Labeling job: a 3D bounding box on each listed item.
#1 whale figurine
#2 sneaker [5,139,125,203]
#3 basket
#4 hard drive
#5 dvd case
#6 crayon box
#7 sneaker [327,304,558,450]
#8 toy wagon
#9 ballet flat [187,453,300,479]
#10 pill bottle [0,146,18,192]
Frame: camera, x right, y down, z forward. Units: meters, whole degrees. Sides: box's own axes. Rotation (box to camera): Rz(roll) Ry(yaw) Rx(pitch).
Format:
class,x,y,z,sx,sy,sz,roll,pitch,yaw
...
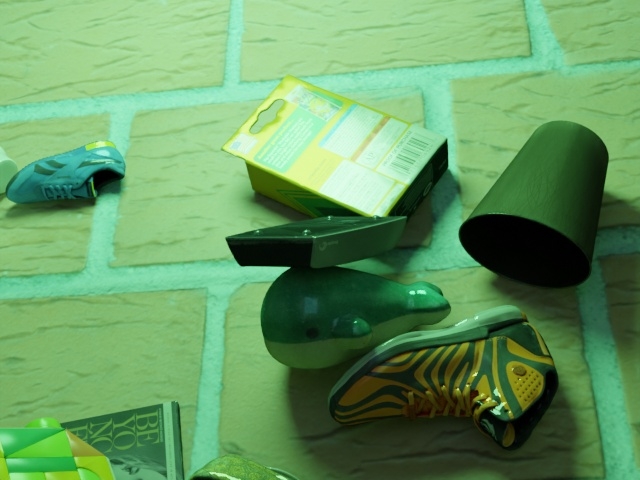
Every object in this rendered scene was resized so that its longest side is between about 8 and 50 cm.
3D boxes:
class,x,y,z,sx,sy,sz,roll,pitch,yaw
whale figurine,0.046,0.089,1.570,0.272,0.141,0.216,-12,11,1
sneaker,-0.437,-0.102,1.871,0.209,0.069,0.082,-21,57,-7
basket,0.346,-0.064,1.667,0.204,0.154,0.227,15,53,22
hard drive,0.000,0.000,1.578,0.172,0.054,0.254,0,7,33
dvd case,-0.306,0.323,1.561,0.221,0.018,0.164,-11,52,1
crayon box,0.024,-0.136,1.811,0.323,0.083,0.203,26,61,25
sneaker,0.180,0.215,1.496,0.321,0.124,0.180,-22,52,-7
toy wagon,-0.418,0.342,1.395,0.344,0.068,0.267,8,38,-38
ballet flat,-0.012,0.368,1.431,0.348,0.123,0.123,17,58,18
pill bottle,-0.612,-0.144,1.919,0.160,0.087,0.087,28,62,26
